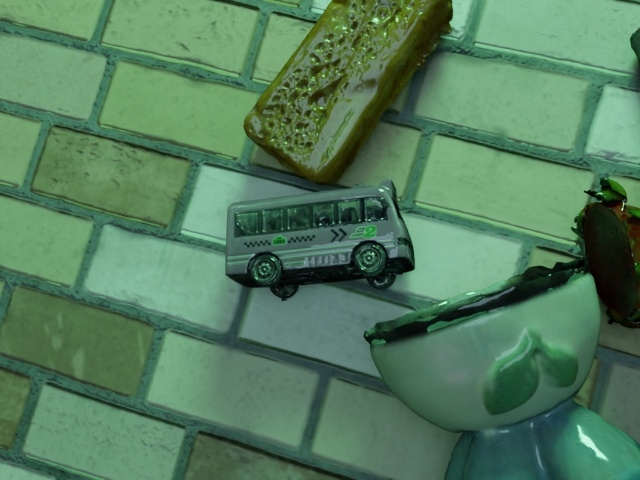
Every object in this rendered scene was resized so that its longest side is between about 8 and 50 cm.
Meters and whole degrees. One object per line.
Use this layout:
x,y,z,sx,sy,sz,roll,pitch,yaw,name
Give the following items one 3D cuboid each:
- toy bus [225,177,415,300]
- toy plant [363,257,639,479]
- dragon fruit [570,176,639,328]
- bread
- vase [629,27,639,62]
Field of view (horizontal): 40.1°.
0.000,0.000,0.957,0.199,0.096,0.108,-7,75,11,toy bus
0.203,0.202,0.839,0.247,0.247,0.332,-20,85,6,toy plant
0.326,0.023,0.896,0.175,0.142,0.138,12,41,-19,dragon fruit
0.038,-0.194,0.992,0.139,0.077,0.271,34,89,9,bread
0.379,-0.126,0.926,0.086,0.086,0.214,-9,74,8,vase
